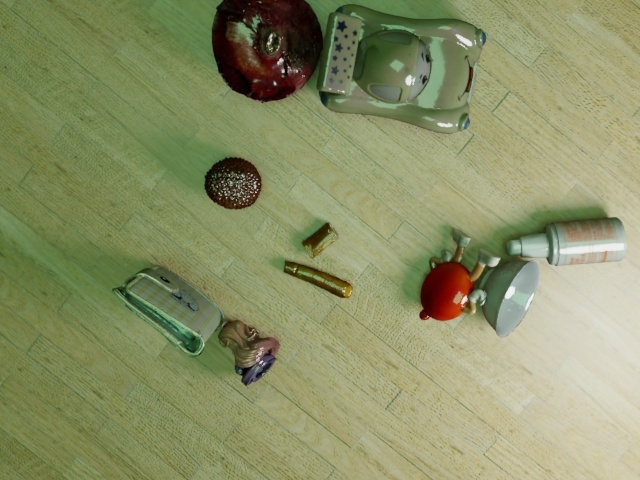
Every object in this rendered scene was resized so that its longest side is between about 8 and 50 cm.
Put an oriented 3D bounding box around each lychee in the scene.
[{"bbox_3d":[-0.199,-0.125,1.843,0.123,0.129,0.123,16,116,34],"label":"lychee"}]

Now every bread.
[{"bbox_3d":[0.000,0.000,1.892,0.083,0.036,0.047,-38,78,6],"label":"bread"}]

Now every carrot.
[{"bbox_3d":[-0.008,0.089,1.902,0.170,0.042,0.042,21,97,2],"label":"carrot"}]

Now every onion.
[{"bbox_3d":[-0.116,-0.424,1.755,0.252,0.219,0.252,-1,103,-4],"label":"onion"}]

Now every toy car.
[{"bbox_3d":[0.170,-0.367,1.746,0.335,0.226,0.242,11,97,2],"label":"toy car"}]

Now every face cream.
[{"bbox_3d":[0.542,0.007,1.839,0.251,0.101,0.101,-5,97,3],"label":"face cream"}]

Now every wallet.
[{"bbox_3d":[-0.320,0.144,1.784,0.223,0.309,0.077,40,93,-1],"label":"wallet"}]

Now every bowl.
[{"bbox_3d":[0.408,0.115,1.844,0.086,0.189,0.189,27,98,33],"label":"bowl"}]

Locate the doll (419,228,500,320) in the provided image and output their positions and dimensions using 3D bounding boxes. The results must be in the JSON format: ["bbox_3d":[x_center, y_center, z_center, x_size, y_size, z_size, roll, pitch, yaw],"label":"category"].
[{"bbox_3d":[0.301,0.099,1.844,0.085,0.183,0.217,20,105,-39],"label":"doll"}]

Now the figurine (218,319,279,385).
[{"bbox_3d":[-0.164,0.243,1.890,0.126,0.114,0.157,-27,87,-37],"label":"figurine"}]
